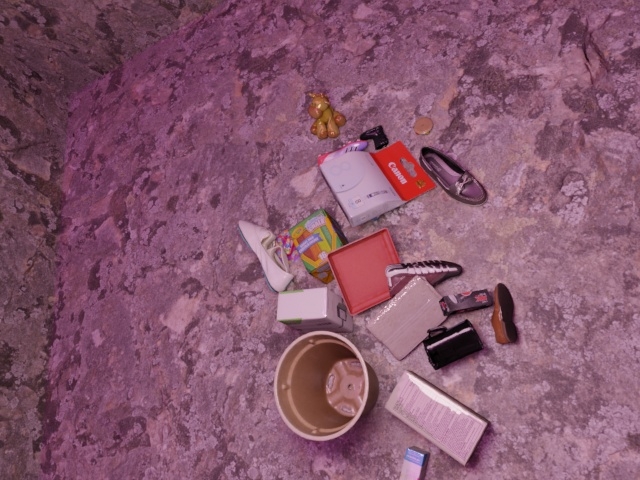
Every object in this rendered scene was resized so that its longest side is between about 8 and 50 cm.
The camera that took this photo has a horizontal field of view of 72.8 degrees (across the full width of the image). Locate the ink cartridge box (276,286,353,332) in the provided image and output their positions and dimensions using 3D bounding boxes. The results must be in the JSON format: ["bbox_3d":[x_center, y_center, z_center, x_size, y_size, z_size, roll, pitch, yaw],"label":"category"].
[{"bbox_3d":[-0.013,0.276,1.654,0.198,0.273,0.115,-9,65,22],"label":"ink cartridge box"}]

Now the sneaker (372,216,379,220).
[{"bbox_3d":[0.157,-0.159,1.846,0.237,0.085,0.086,31,81,33],"label":"sneaker"}]

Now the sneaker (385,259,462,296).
[{"bbox_3d":[0.384,0.165,1.622,0.281,0.106,0.163,-3,101,5],"label":"sneaker"}]

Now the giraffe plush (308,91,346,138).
[{"bbox_3d":[0.012,-0.603,2.034,0.181,0.170,0.211,4,73,27],"label":"giraffe plush"}]

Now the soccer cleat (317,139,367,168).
[{"bbox_3d":[0.104,-0.378,1.967,0.247,0.083,0.095,-18,85,17],"label":"soccer cleat"}]

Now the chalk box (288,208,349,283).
[{"bbox_3d":[0.000,0.000,1.806,0.180,0.179,0.289,-34,60,10],"label":"chalk box"}]

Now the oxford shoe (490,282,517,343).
[{"bbox_3d":[0.612,0.248,1.486,0.076,0.076,0.213,-39,37,54],"label":"oxford shoe"}]

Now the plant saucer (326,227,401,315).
[{"bbox_3d":[0.177,0.116,1.652,0.258,0.047,0.259,-24,98,-10],"label":"plant saucer"}]

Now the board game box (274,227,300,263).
[{"bbox_3d":[-0.150,0.020,1.956,0.133,0.033,0.169,-34,60,10],"label":"board game box"}]

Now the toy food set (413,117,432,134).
[{"bbox_3d":[0.442,-0.492,1.872,0.083,0.020,0.083,20,81,30],"label":"toy food set"}]

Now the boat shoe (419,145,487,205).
[{"bbox_3d":[0.508,-0.257,1.707,0.112,0.095,0.335,-44,59,4],"label":"boat shoe"}]

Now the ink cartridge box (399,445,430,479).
[{"bbox_3d":[0.297,0.774,1.411,0.061,0.104,0.182,10,76,29],"label":"ink cartridge box"}]

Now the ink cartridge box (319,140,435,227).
[{"bbox_3d":[0.230,-0.263,1.788,0.384,0.091,0.308,-26,58,-3],"label":"ink cartridge box"}]

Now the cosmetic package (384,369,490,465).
[{"bbox_3d":[0.384,0.574,1.433,0.296,0.129,0.153,30,87,31],"label":"cosmetic package"}]

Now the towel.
[{"bbox_3d":[0.319,0.276,1.567,0.282,0.049,0.187,-44,95,6],"label":"towel"}]

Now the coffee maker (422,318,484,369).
[{"bbox_3d":[0.450,0.358,1.463,0.178,0.120,0.171,-30,17,13],"label":"coffee maker"}]

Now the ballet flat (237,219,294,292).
[{"bbox_3d":[-0.230,0.041,1.926,0.139,0.139,0.400,-36,66,10],"label":"ballet flat"}]

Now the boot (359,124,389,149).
[{"bbox_3d":[0.242,-0.450,1.942,0.121,0.045,0.099,-23,69,18],"label":"boot"}]

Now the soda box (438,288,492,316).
[{"bbox_3d":[0.504,0.215,1.511,0.168,0.053,0.060,-8,64,-11],"label":"soda box"}]

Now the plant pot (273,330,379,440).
[{"bbox_3d":[0.057,0.506,1.512,0.333,0.305,0.334,-9,67,23],"label":"plant pot"}]
